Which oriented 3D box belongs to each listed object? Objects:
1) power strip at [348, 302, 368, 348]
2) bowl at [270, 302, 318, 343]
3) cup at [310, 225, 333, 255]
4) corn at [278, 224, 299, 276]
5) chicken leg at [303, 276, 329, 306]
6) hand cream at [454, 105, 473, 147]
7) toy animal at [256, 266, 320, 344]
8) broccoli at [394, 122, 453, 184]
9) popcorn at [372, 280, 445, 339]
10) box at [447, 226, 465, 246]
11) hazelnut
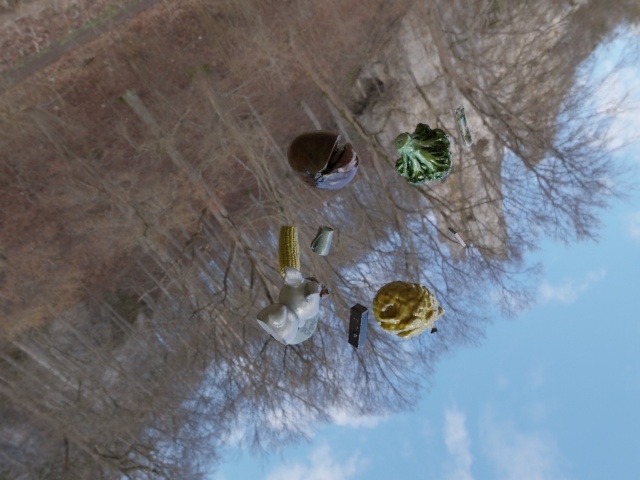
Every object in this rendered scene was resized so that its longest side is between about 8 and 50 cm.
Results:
[{"bbox_3d":[0.090,0.207,0.990,0.038,0.111,0.029,23,-148,38],"label":"power strip"},{"bbox_3d":[-0.089,0.314,1.600,0.212,0.112,0.211,-31,-147,23],"label":"bowl"},{"bbox_3d":[-0.001,-0.002,1.303,0.054,0.075,0.083,47,-55,59],"label":"cup"},{"bbox_3d":[-0.142,0.046,1.834,0.094,0.093,0.243,-16,-117,23],"label":"corn"},{"bbox_3d":[-0.061,0.236,1.458,0.093,0.304,0.113,-29,-113,-34],"label":"chicken leg"},{"bbox_3d":[0.562,-0.440,1.609,0.057,0.165,0.037,-33,-158,-25],"label":"hand cream"},{"bbox_3d":[-0.086,0.184,1.150,0.128,0.178,0.193,35,-103,18],"label":"toy animal"},{"bbox_3d":[0.406,-0.352,1.666,0.269,0.269,0.253,38,-73,55],"label":"broccoli"},{"bbox_3d":[0.227,0.179,1.071,0.180,0.170,0.180,-32,-178,1],"label":"popcorn"},{"bbox_3d":[0.491,-0.014,1.481,0.012,0.083,0.046,-44,-142,7],"label":"box"},{"bbox_3d":[0.003,-0.274,1.430,0.217,0.252,0.217,-64,-176,7],"label":"hazelnut"}]
